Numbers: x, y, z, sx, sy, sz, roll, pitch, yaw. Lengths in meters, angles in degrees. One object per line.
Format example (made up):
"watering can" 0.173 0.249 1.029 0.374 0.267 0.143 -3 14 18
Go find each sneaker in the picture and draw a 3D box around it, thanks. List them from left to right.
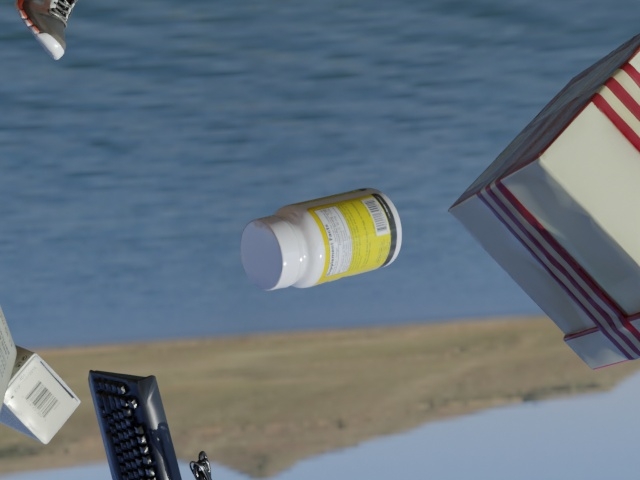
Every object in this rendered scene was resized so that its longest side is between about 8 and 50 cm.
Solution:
"sneaker" -0.303 -0.265 1.766 0.065 0.158 0.061 -30 136 2

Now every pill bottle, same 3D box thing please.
"pill bottle" 0.000 0.000 2.188 0.208 0.119 0.119 -13 -177 -37

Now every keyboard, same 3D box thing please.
"keyboard" -0.182 0.307 1.861 0.201 0.317 0.033 1 -160 43

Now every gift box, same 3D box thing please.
"gift box" 0.314 -0.033 1.527 0.255 0.258 0.276 -45 -177 -16

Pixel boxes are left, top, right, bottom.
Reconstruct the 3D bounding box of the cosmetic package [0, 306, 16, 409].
"cosmetic package" -0.282 0.096 0.919 0.153 0.129 0.296 -17 -158 1

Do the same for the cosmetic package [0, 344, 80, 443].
"cosmetic package" -0.229 0.099 1.123 0.115 0.041 0.060 15 149 45
